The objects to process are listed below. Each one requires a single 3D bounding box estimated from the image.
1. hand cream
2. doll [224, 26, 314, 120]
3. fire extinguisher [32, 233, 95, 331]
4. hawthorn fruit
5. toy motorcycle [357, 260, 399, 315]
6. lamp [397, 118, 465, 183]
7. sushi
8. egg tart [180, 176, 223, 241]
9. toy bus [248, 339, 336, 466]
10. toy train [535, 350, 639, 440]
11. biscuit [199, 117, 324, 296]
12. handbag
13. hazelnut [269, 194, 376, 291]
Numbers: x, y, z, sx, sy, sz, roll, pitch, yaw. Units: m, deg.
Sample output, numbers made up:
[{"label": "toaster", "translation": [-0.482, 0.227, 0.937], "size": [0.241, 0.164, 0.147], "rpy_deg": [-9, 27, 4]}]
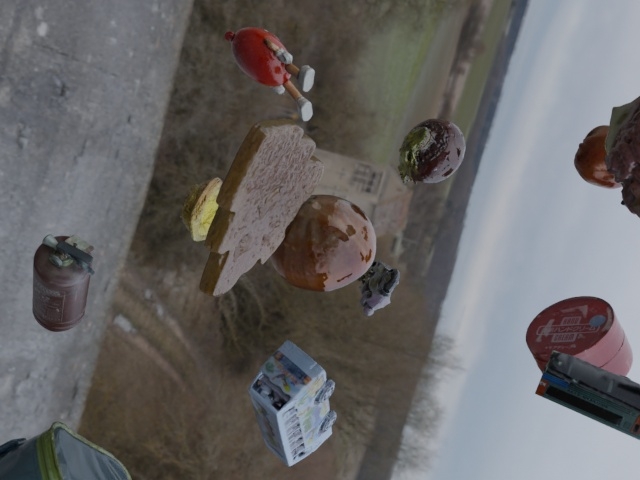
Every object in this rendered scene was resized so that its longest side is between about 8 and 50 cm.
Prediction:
[{"label": "hand cream", "translation": [0.623, 0.256, 1.880], "size": [0.149, 0.230, 0.230], "rpy_deg": [56, 38, -25]}, {"label": "doll", "translation": [-0.098, -0.347, 1.550], "size": [0.085, 0.217, 0.183], "rpy_deg": [-47, 165, -20]}, {"label": "fire extinguisher", "translation": [-0.433, 0.066, 1.322], "size": [0.105, 0.104, 0.269], "rpy_deg": [-66, -174, -34]}, {"label": "hawthorn fruit", "translation": [0.624, -0.174, 1.696], "size": [0.133, 0.138, 0.133], "rpy_deg": [-53, 164, -22]}, {"label": "toy motorcycle", "translation": [0.155, 0.136, 2.183], "size": [0.152, 0.073, 0.225], "rpy_deg": [-63, -165, 0]}, {"label": "lamp", "translation": [0.250, -0.211, 1.788], "size": [0.135, 0.156, 0.157], "rpy_deg": [41, 56, -42]}, {"label": "sushi", "translation": [0.503, -0.118, 1.069], "size": [0.270, 0.236, 0.171], "rpy_deg": [-42, 160, -55]}, {"label": "egg tart", "translation": [-0.313, -0.088, 2.062], "size": [0.191, 0.074, 0.191], "rpy_deg": [23, 90, -82]}, {"label": "toy bus", "translation": [-0.050, 0.320, 1.486], "size": [0.136, 0.109, 0.330], "rpy_deg": [-45, 155, -23]}, {"label": "toy train", "translation": [0.629, 0.342, 1.526], "size": [0.086, 0.409, 0.089], "rpy_deg": [-45, 153, -51]}, {"label": "biscuit", "translation": [-0.081, -0.070, 1.086], "size": [0.278, 0.043, 0.301], "rpy_deg": [-49, 162, -29]}, {"label": "handbag", "translation": [-0.360, 0.375, 0.956], "size": [0.241, 0.222, 0.263], "rpy_deg": [-29, 145, -6]}, {"label": "hazelnut", "translation": [0.000, 0.000, 1.454], "size": [0.214, 0.214, 0.176], "rpy_deg": [92, -1, -53]}]
